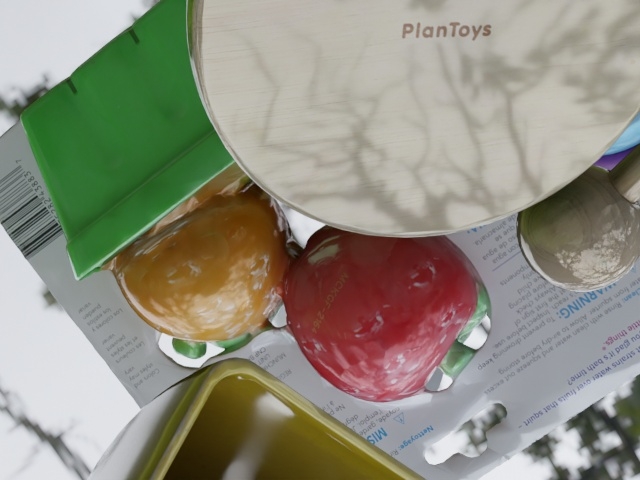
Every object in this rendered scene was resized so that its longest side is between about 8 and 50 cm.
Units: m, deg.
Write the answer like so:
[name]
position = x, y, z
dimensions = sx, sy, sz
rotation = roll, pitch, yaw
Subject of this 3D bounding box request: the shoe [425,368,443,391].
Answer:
[shoe]
position = 0.050, 0.047, 1.371
dimensions = 0.081, 0.178, 0.063
rotation = -9, 165, 37

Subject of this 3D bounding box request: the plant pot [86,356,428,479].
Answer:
[plant pot]
position = -0.043, 0.193, 0.764
dimensions = 0.212, 0.212, 0.187
rotation = -60, -161, -16

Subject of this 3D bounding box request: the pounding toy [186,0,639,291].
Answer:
[pounding toy]
position = 0.055, -0.097, 0.672
dimensions = 0.183, 0.237, 0.110
rotation = -55, -151, 21

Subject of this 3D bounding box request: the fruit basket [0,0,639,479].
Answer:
[fruit basket]
position = 0.000, 0.000, 1.077
dimensions = 0.327, 0.353, 0.165
rotation = -37, -174, 19

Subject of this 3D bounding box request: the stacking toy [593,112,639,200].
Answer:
[stacking toy]
position = 0.163, -0.156, 1.211
dimensions = 0.141, 0.330, 0.141
rotation = -31, -142, 28
